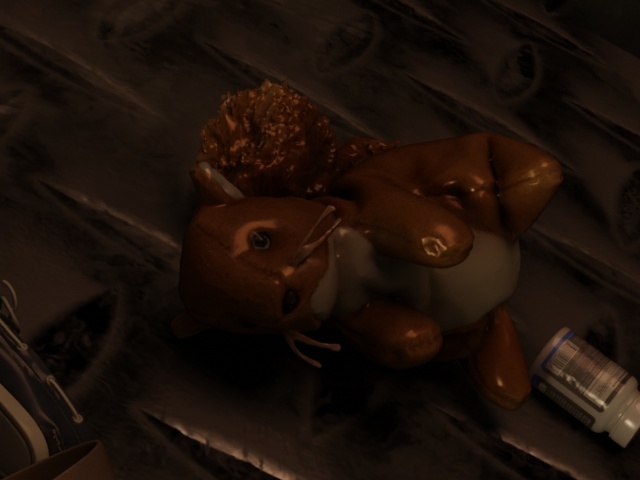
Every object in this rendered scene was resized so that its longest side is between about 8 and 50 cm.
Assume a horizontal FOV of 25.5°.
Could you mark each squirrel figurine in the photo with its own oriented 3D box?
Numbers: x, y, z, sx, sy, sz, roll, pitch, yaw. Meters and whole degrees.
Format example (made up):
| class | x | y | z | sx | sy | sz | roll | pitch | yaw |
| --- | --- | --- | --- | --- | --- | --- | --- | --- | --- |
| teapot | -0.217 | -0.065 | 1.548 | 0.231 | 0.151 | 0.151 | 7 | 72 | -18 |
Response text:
| class | x | y | z | sx | sy | sz | roll | pitch | yaw |
| --- | --- | --- | --- | --- | --- | --- | --- | --- | --- |
| squirrel figurine | 0.000 | 0.000 | 1.493 | 0.370 | 0.281 | 0.397 | -7 | 29 | -29 |

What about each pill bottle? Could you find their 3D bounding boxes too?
| class | x | y | z | sx | sy | sz | roll | pitch | yaw |
| --- | --- | --- | --- | --- | --- | --- | --- | --- | --- |
| pill bottle | 0.309 | 0.168 | 1.601 | 0.137 | 0.078 | 0.078 | 38 | 32 | 16 |

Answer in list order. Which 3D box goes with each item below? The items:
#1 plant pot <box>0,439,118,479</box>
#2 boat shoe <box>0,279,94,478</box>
| class | x | y | z | sx | sy | sz | roll | pitch | yaw |
| --- | --- | --- | --- | --- | --- | --- | --- | --- | --- |
| plant pot | -0.220 | 0.275 | 0.877 | 0.284 | 0.284 | 0.191 | -30 | 93 | -55 |
| boat shoe | -0.288 | 0.098 | 1.215 | 0.254 | 0.095 | 0.079 | 44 | 36 | 23 |
